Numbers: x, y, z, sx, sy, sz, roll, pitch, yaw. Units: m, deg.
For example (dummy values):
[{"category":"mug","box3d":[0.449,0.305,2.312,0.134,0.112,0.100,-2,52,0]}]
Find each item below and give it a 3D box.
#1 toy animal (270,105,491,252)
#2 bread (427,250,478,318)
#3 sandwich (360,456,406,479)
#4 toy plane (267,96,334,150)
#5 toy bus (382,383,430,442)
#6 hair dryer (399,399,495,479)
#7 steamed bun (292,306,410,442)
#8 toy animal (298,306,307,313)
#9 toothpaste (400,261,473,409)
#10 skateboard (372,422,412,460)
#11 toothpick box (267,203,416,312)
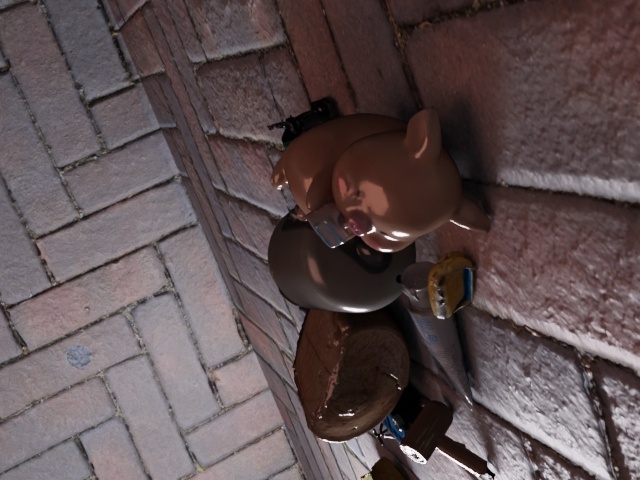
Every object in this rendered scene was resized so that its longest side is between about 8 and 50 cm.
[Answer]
[{"category":"toy animal","box3d":[0.069,-0.083,1.080,0.195,0.213,0.256,57,174,-34]},{"category":"bread","box3d":[0.194,0.066,1.169,0.053,0.072,0.106,50,160,42]},{"category":"sandwich","box3d":[0.202,0.713,2.112,0.226,0.087,0.251,61,167,20]},{"category":"toy plane","box3d":[0.012,-0.166,1.375,0.155,0.106,0.382,62,165,-13]},{"category":"toy bus","box3d":[0.176,0.368,1.663,0.185,0.090,0.106,40,154,55]},{"category":"hair dryer","box3d":[0.254,0.395,1.474,0.182,0.117,0.064,30,154,22]},{"category":"steamed bun","box3d":[0.073,0.243,1.601,0.251,0.199,0.301,-115,40,-59]},{"category":"toy animal","box3d":[0.007,0.184,1.944,0.137,0.082,0.269,45,155,52]},{"category":"toothpaste","box3d":[0.203,0.165,1.320,0.114,0.073,0.299,44,162,50]},{"category":"skateboard","box3d":[0.180,0.457,1.803,0.151,0.080,0.067,43,159,59]},{"category":"toothpick box","box3d":[0.032,0.016,1.356,0.229,0.229,0.316,66,164,-4]}]
